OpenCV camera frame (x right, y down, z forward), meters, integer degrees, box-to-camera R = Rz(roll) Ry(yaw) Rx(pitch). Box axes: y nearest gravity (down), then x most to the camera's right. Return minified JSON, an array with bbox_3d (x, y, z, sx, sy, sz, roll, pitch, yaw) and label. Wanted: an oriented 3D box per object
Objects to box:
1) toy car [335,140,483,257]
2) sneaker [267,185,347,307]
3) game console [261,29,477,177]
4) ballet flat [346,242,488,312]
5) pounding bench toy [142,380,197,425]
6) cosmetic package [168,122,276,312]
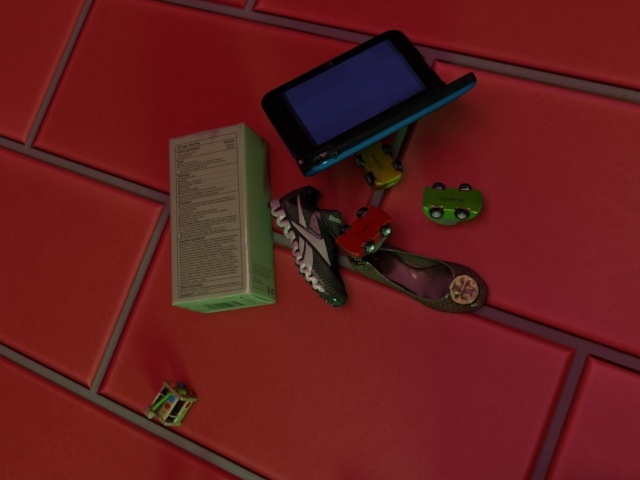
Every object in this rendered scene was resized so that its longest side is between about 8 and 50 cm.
[{"bbox_3d":[0.152,-0.058,1.259,0.224,0.053,0.239,5,57,11],"label":"toy car"},{"bbox_3d":[0.000,0.000,1.308,0.106,0.078,0.234,-35,65,13],"label":"sneaker"},{"bbox_3d":[0.066,-0.244,1.257,0.293,0.250,0.173,-29,94,-5],"label":"game console"},{"bbox_3d":[0.150,0.052,1.246,0.249,0.058,0.084,22,87,25],"label":"ballet flat"},{"bbox_3d":[-0.266,0.282,1.341,0.052,0.083,0.065,34,92,25],"label":"pounding bench toy"},{"bbox_3d":[-0.177,-0.036,1.368,0.160,0.113,0.310,-8,74,20],"label":"cosmetic package"}]
